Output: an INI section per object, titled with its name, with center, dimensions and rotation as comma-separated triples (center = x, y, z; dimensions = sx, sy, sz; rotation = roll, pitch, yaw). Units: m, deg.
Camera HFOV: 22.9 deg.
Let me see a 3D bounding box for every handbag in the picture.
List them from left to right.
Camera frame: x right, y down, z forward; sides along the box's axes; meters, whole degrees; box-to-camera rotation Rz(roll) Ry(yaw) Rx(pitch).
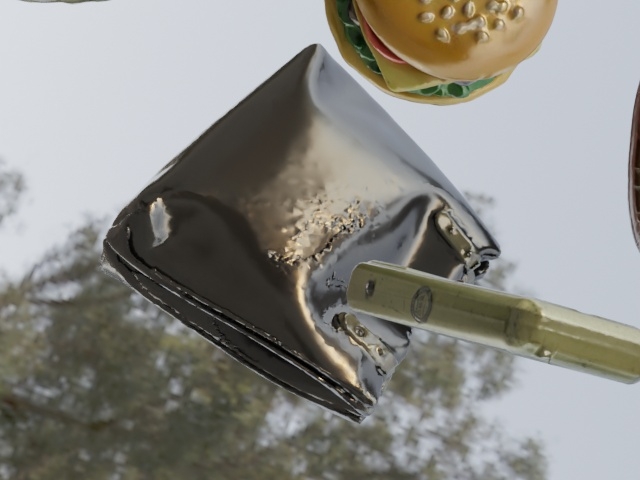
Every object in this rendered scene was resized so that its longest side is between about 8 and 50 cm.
[handbag]
center = 0.000, 0.000, 1.484
dimensions = 0.342, 0.288, 0.152
rotation = -45, 172, -36

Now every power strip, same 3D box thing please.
[power strip]
center = 0.074, 0.034, 0.713
dimensions = 0.169, 0.076, 0.028
rotation = 11, -94, 62

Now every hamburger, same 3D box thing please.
[hamburger]
center = 0.081, -0.171, 1.075
dimensions = 0.115, 0.162, 0.162
rotation = 138, -31, -73

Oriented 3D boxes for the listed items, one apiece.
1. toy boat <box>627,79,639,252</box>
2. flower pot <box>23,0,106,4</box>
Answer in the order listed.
[toy boat]
center = 0.365, -0.094, 1.574
dimensions = 0.136, 0.079, 0.392
rotation = -49, -168, 30
[flower pot]
center = -0.234, -0.341, 1.158
dimensions = 0.244, 0.307, 0.307
rotation = 17, -101, 10
